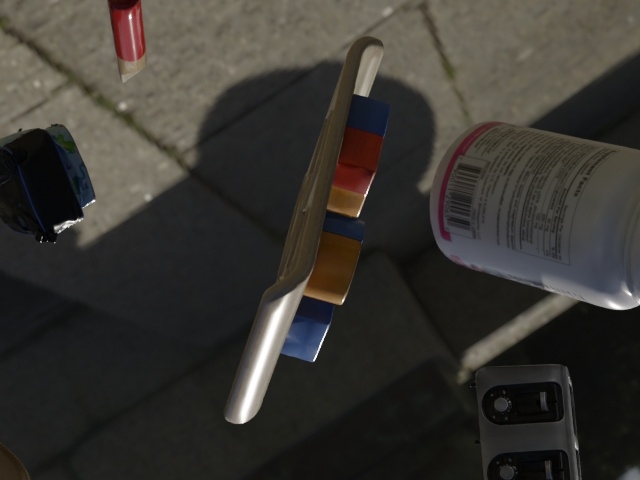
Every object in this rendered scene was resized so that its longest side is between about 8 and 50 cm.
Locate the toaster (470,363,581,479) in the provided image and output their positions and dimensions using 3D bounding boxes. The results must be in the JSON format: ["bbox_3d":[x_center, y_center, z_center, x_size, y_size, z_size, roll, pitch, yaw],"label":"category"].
[{"bbox_3d":[0.238,0.237,1.758,0.110,0.168,0.186,-5,165,11],"label":"toaster"}]

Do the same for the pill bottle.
[{"bbox_3d":[0.264,-0.021,1.545,0.160,0.283,0.160,-17,115,-42],"label":"pill bottle"}]

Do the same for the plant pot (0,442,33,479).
[{"bbox_3d":[-0.361,0.199,1.414,0.032,0.236,0.236,-64,160,7],"label":"plant pot"}]

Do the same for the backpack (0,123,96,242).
[{"bbox_3d":[-0.272,-0.057,1.469,0.084,0.105,0.114,-30,-164,-29],"label":"backpack"}]

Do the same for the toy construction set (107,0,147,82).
[{"bbox_3d":[-0.099,-0.263,1.208,0.237,0.257,0.309,102,13,-71],"label":"toy construction set"}]

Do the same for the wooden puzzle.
[{"bbox_3d":[0.000,0.000,1.673,0.322,0.080,0.348,112,-2,-57],"label":"wooden puzzle"}]
